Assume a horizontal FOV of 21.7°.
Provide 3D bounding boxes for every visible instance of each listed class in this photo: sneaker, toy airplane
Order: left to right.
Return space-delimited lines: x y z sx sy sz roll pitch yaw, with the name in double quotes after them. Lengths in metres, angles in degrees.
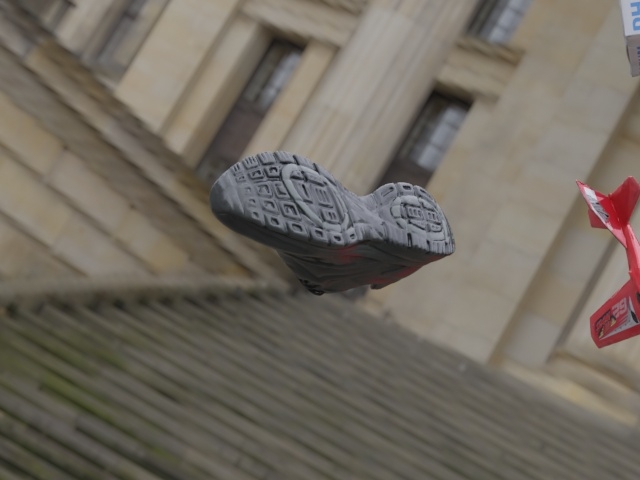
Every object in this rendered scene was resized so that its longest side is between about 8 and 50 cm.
0.000 0.000 1.650 0.286 0.109 0.130 15 -43 -38 "sneaker"
0.228 0.020 1.210 0.151 0.028 0.151 37 -43 45 "toy airplane"

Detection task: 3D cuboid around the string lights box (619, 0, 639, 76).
0.355 -0.188 1.249 0.259 0.077 0.133 -7 -8 11 "string lights box"
